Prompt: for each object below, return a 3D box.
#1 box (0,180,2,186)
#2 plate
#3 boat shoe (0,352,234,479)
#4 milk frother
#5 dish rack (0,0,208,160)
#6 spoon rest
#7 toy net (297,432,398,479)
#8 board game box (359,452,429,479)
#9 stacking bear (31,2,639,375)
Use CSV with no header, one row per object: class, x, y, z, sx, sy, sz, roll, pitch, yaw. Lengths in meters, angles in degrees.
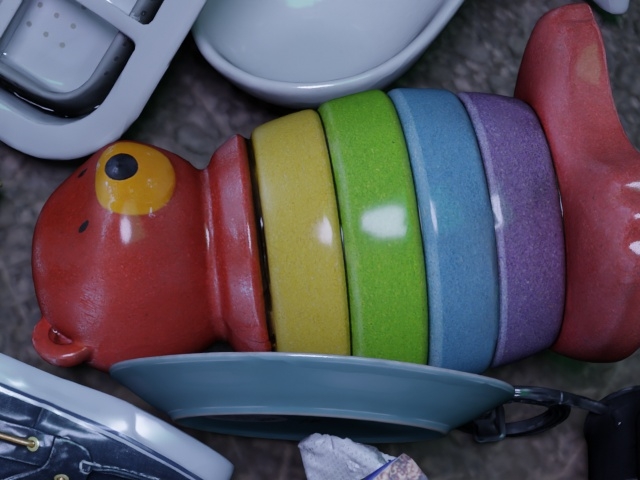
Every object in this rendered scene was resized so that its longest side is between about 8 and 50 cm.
box,-0.229,-0.086,0.621,0.054,0.059,0.169,-27,95,10
plate,-0.004,0.077,0.578,0.188,0.188,0.024,5,77,-12
boat shoe,-0.139,0.107,0.607,0.183,0.065,0.083,22,76,-2
milk frother,0.137,0.140,0.628,0.143,0.129,0.135,-13,41,25
dish rack,-0.181,-0.235,0.658,0.332,0.072,0.286,33,101,-1
spoon rest,0.058,-0.147,0.719,0.276,0.084,0.137,-18,47,-22
toy net,0.064,0.181,0.591,0.232,0.122,0.045,54,45,-1
board game box,0.014,0.236,0.469,0.141,0.291,0.232,-36,82,-22
stacking bear,0.000,0.000,0.625,0.288,0.164,0.175,-6,51,-4
